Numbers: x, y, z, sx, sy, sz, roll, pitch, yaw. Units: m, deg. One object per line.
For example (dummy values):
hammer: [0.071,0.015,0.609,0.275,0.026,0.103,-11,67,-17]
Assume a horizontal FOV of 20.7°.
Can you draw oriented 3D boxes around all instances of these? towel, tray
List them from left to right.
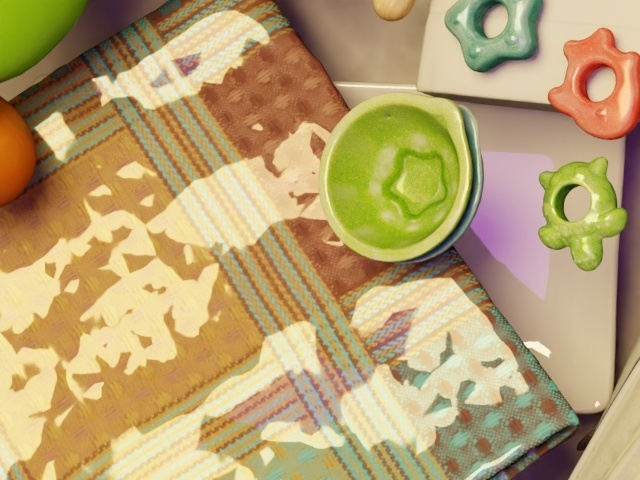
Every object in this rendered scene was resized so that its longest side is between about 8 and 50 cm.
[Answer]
towel: [-0.115,0.077,0.732,0.370,0.040,0.271,-34,75,-4]
tray: [0.000,0.000,0.800,0.270,0.030,0.145,3,94,7]

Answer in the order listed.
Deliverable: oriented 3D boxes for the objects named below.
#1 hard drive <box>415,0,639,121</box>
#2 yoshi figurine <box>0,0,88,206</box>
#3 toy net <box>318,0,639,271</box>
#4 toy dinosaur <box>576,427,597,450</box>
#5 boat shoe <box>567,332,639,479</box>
hard drive: [0.174,-0.221,0.700,0.233,0.047,0.353,9,91,31]
yoshi figurine: [-0.084,-0.196,0.728,0.203,0.203,0.362,32,98,-16]
toy net: [0.066,-0.105,0.699,0.122,0.045,0.232,0,85,31]
toy dinosaur: [0.237,-0.015,0.744,0.313,0.121,0.160,-36,71,22]
boat shoe: [0.130,0.184,0.687,0.136,0.156,0.367,22,117,2]
